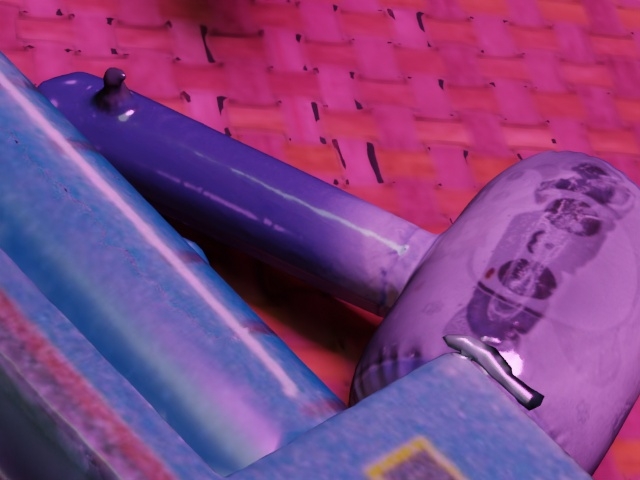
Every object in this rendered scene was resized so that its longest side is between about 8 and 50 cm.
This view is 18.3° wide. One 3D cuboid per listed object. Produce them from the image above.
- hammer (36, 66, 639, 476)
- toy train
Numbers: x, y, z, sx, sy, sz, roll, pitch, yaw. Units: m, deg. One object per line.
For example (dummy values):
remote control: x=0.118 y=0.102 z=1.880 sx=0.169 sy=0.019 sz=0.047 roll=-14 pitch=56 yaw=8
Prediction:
hammer: x=0.000 y=0.000 z=0.550 sx=0.194 sy=0.069 sz=0.116 roll=26 pitch=45 yaw=13
toy train: x=-0.083 y=0.036 z=0.445 sx=0.298 sy=0.120 sz=0.194 roll=45 pitch=41 yaw=19
